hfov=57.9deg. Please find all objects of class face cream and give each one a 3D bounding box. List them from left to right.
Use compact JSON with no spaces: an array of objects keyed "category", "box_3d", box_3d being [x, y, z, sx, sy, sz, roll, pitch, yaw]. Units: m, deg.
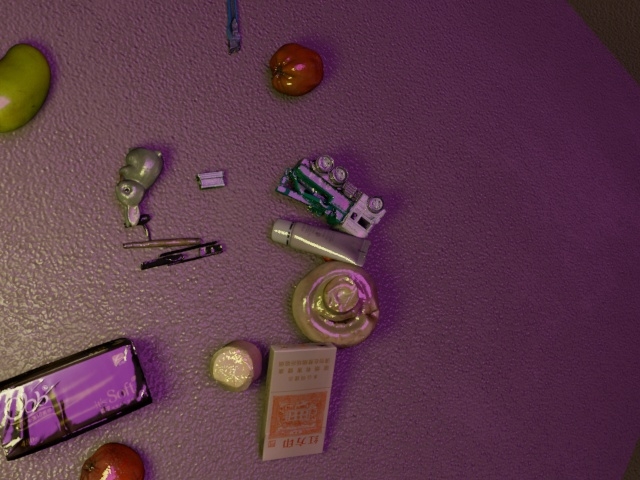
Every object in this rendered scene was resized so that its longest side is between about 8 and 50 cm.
[{"category":"face cream","box_3d":[0.000,0.000,1.872,0.315,0.089,0.143,13,36,8]}]

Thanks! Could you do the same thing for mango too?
[{"category":"mango","box_3d":[-0.856,-0.423,1.606,0.175,0.143,0.293,24,62,-12]}]

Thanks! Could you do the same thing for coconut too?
[{"category":"coconut","box_3d":[-0.248,0.373,1.735,0.147,0.153,0.146,0,90,7]}]

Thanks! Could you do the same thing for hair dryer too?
[{"category":"hair dryer","box_3d":[-0.540,-0.033,1.742,0.079,0.031,0.083,-24,100,-15]}]

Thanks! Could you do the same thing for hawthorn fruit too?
[{"category":"hawthorn fruit","box_3d":[-0.513,0.671,1.568,0.285,0.165,0.165,43,67,-18]},{"category":"hawthorn fruit","box_3d":[-0.078,-0.576,1.961,0.189,0.189,0.189,4,79,-24]}]

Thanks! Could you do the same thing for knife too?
[{"category":"knife","box_3d":[-0.302,-0.775,1.972,0.044,0.026,0.296,-4,83,-13]}]

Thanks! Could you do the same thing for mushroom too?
[{"category":"mushroom","box_3d":[0.059,0.203,1.810,0.293,0.290,0.292,1,85,-6]}]

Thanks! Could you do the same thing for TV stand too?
[{"category":"TV stand","box_3d":[-0.424,0.047,1.770,0.249,0.036,0.042,-14,88,-25]}]

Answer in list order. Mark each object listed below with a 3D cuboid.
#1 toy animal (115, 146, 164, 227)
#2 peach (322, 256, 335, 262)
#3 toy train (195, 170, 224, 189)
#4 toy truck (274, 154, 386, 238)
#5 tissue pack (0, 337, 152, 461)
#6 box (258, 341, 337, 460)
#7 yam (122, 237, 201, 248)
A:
[{"category":"toy animal","box_3d":[-0.543,-0.166,1.701,0.108,0.138,0.236,39,54,-44]},{"category":"peach","box_3d":[0.054,0.039,1.955,0.101,0.101,0.100,4,79,-24]},{"category":"toy train","box_3d":[-0.351,-0.193,1.846,0.093,0.038,0.056,-9,91,-26]},{"category":"toy truck","box_3d":[0.037,-0.146,1.947,0.364,0.176,0.177,33,78,-15]},{"category":"tissue pack","box_3d":[-0.655,0.408,1.517,0.370,0.210,0.198,-20,95,-27]},{"category":"box","box_3d":[-0.072,0.492,1.771,0.205,0.051,0.364,1,104,-24]},{"category":"yam","box_3d":[-0.478,0.011,1.758,0.235,0.027,0.029,-5,87,-24]}]
